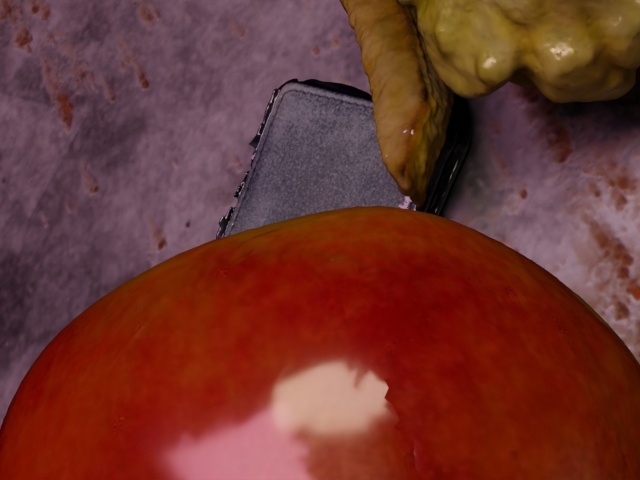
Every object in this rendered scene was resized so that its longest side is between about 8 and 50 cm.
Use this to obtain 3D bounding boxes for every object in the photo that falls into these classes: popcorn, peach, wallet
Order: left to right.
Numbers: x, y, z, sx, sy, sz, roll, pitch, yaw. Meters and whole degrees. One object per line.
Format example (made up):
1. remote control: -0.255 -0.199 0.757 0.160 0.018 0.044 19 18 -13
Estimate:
1. wallet: 0.001 0.001 1.341 0.167 0.036 0.222 16 83 39
2. peach: 0.014 0.178 1.047 0.388 0.388 0.388 -15 63 32
3. popcorn: 0.143 -0.222 1.215 0.215 0.252 0.286 0 69 -7

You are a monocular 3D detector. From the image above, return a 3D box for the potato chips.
1. potato chips: 0.026 -0.171 1.356 0.080 0.057 0.407 -29 46 5
